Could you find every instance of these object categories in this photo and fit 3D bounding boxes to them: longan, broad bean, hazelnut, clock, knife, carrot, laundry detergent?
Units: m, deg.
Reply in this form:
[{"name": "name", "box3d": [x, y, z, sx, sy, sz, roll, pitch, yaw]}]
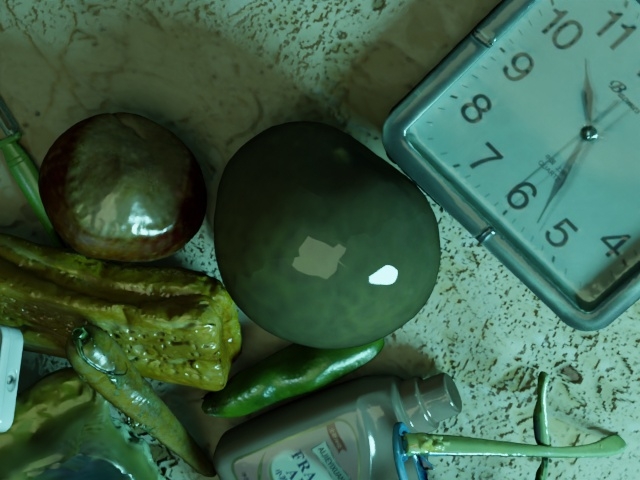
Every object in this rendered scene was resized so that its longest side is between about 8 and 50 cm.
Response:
[{"name": "longan", "box3d": [0.000, 0.000, 1.703, 0.212, 0.198, 0.198, 37, 114, 1]}, {"name": "broad bean", "box3d": [-0.035, 0.126, 1.823, 0.195, 0.061, 0.046, -23, 106, 21]}, {"name": "hazelnut", "box3d": [-0.180, -0.040, 1.765, 0.154, 0.143, 0.143, 15, 114, -9]}, {"name": "clock", "box3d": [0.230, -0.091, 1.684, 0.273, 0.049, 0.279, 44, 114, -5]}, {"name": "knife", "box3d": [-0.284, -0.057, 1.843, 0.054, 0.015, 0.212, -26, 102, 22]}, {"name": "carrot", "box3d": [-0.163, 0.157, 1.825, 0.049, 0.049, 0.254, -20, 135, 20]}, {"name": "laundry detergent", "box3d": [0.036, 0.216, 1.835, 0.237, 0.076, 0.171, -22, 107, 17]}]

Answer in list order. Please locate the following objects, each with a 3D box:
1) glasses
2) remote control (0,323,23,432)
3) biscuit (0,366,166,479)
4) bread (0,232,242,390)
[{"name": "glasses", "box3d": [0.164, 0.208, 1.776, 0.207, 0.102, 0.239, -43, 134, -10]}, {"name": "remote control", "box3d": [-0.383, 0.122, 1.859, 0.250, 0.034, 0.103, 4, 85, 37]}, {"name": "biscuit", "box3d": [-0.238, 0.297, 1.892, 0.335, 0.078, 0.329, 35, 108, -20]}, {"name": "bread", "box3d": [-0.208, 0.068, 1.829, 0.271, 0.077, 0.139, 9, 141, 14]}]
